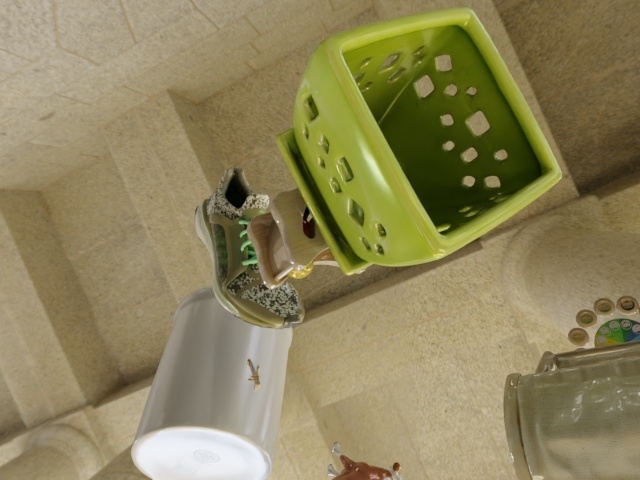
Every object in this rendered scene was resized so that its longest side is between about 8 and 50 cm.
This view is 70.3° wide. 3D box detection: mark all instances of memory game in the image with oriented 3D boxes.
[{"bbox_3d":[0.568,0.194,0.850,0.186,0.012,0.186,-11,-112,30],"label":"memory game"}]

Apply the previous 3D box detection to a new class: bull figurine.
[{"bbox_3d":[0.060,0.616,1.125,0.188,0.310,0.101,14,-67,45],"label":"bull figurine"}]

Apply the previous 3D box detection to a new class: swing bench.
[{"bbox_3d":[0.414,0.226,0.614,0.253,0.255,0.165,-26,-110,38],"label":"swing bench"}]

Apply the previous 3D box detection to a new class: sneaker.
[{"bbox_3d":[-0.146,-0.003,0.919,0.410,0.158,0.182,54,-44,35],"label":"sneaker"}]

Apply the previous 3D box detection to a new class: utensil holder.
[{"bbox_3d":[-0.244,0.356,1.113,0.328,0.385,0.327,1,-53,1],"label":"utensil holder"}]

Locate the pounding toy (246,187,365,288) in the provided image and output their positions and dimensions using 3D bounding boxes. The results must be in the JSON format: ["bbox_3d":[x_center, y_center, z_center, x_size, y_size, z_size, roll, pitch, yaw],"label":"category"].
[{"bbox_3d":[0.000,0.000,0.690,0.155,0.269,0.154,-37,-93,42],"label":"pounding toy"}]

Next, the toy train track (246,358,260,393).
[{"bbox_3d":[-0.116,0.223,0.762,0.014,0.083,0.048,5,-77,-21],"label":"toy train track"}]

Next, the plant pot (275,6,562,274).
[{"bbox_3d":[0.092,-0.098,0.531,0.228,0.207,0.227,-27,-92,-29],"label":"plant pot"}]
